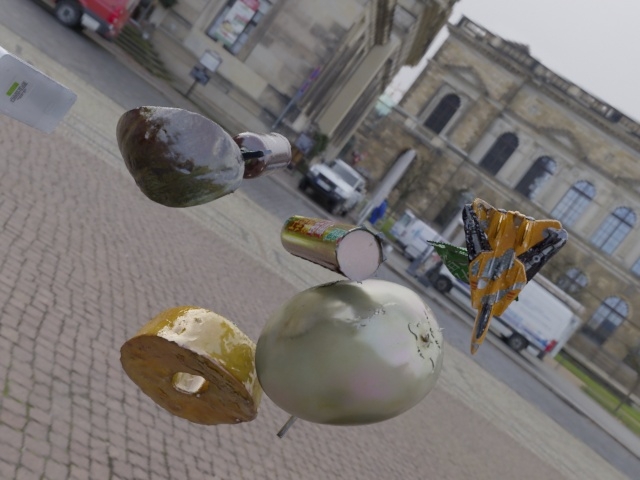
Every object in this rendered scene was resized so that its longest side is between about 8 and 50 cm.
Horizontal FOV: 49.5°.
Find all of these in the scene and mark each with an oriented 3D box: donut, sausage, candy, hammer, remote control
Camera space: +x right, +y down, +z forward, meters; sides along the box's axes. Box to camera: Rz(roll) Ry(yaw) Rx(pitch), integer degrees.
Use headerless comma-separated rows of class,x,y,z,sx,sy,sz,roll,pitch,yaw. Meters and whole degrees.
donut,-0.214,0.223,1.237,0.277,0.109,0.278,18,-40,16
sausage,0.000,0.000,1.099,0.082,0.082,0.371,35,-6,-18
candy,0.347,0.056,1.558,0.203,0.078,0.141,35,-21,-29
hammer,-0.034,0.365,1.543,0.062,0.182,0.017,14,-32,51
remote control,-0.542,-0.269,1.275,0.034,0.103,0.250,38,2,10

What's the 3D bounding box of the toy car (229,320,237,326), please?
toy car,-0.268,0.270,1.577,0.090,0.224,0.076,0,-57,34

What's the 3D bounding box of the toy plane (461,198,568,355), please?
toy plane,0.351,0.086,1.391,0.204,0.316,0.103,17,29,14

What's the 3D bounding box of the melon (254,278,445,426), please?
melon,0.043,0.172,1.071,0.223,0.316,0.223,24,58,-45

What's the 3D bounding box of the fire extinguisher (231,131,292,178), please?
fire extinguisher,-0.154,-0.217,1.750,0.337,0.135,0.115,-38,118,-75

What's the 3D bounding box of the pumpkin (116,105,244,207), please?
pumpkin,-0.333,-0.182,1.497,0.311,0.169,0.148,10,-34,10
